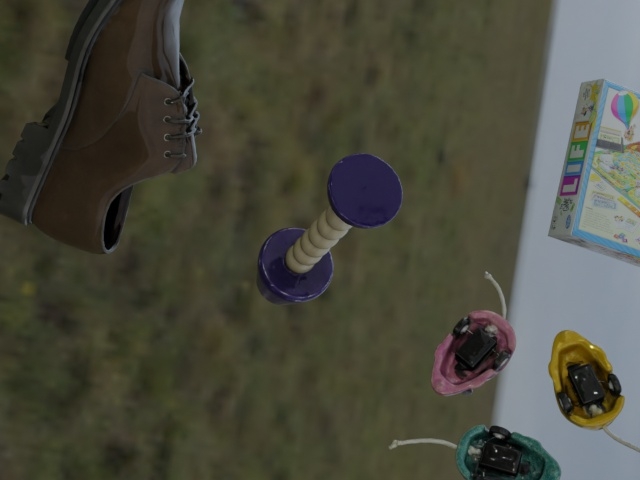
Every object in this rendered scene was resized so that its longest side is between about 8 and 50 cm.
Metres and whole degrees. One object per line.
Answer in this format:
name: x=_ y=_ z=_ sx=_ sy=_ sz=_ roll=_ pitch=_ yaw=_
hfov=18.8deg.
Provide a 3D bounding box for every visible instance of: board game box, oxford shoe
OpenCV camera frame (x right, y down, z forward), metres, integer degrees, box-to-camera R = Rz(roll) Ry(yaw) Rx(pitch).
board game box: x=0.226 y=-0.031 z=1.249 sx=0.026 sy=0.154 sz=0.103 roll=-3 pitch=-109 yaw=62
oxford shoe: x=-0.099 y=-0.090 z=1.101 sx=0.227 sy=0.096 sz=0.083 roll=-62 pitch=177 yaw=29

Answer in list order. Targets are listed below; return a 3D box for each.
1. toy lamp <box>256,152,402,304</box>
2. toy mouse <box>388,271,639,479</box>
toy lamp: x=0.000 y=0.000 z=1.830 sx=0.275 sy=0.080 sz=0.080 roll=137 pitch=-33 yaw=-65
toy mouse: x=0.106 y=0.101 z=1.163 sx=0.031 sy=0.143 sz=0.161 roll=82 pitch=-18 yaw=-66
